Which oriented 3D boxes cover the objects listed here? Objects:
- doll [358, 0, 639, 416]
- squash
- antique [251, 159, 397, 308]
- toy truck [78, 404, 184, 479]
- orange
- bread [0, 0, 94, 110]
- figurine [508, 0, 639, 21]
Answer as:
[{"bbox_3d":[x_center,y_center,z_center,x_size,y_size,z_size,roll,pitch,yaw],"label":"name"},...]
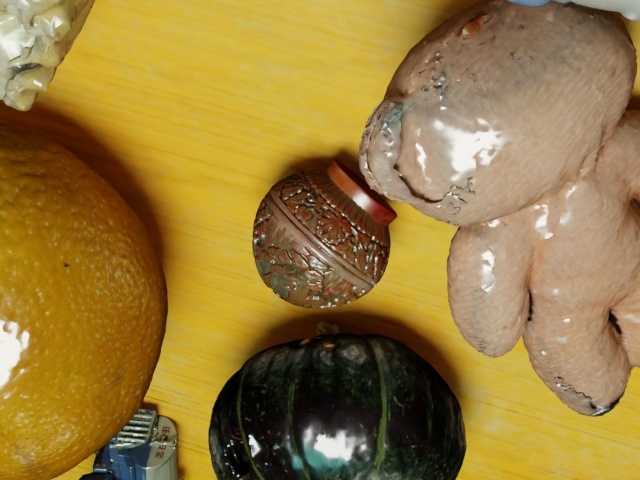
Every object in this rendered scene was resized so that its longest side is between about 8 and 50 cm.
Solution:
[{"bbox_3d":[0.132,-0.024,0.797,0.156,0.201,0.303,31,156,50],"label":"doll"},{"bbox_3d":[0.011,0.147,0.949,0.193,0.156,0.193,-5,131,-6],"label":"squash"},{"bbox_3d":[0.000,0.000,0.866,0.104,0.104,0.104,8,129,10],"label":"antique"},{"bbox_3d":[-0.164,0.228,1.123,0.088,0.074,0.202,5,129,2],"label":"toy truck"},{"bbox_3d":[-0.233,0.045,0.881,0.264,0.264,0.264,8,129,10],"label":"orange"},{"bbox_3d":[-0.248,-0.199,0.738,0.274,0.149,0.274,15,141,13],"label":"bread"},{"bbox_3d":[0.035,-0.181,0.623,0.382,0.224,0.205,29,136,-4],"label":"figurine"}]
